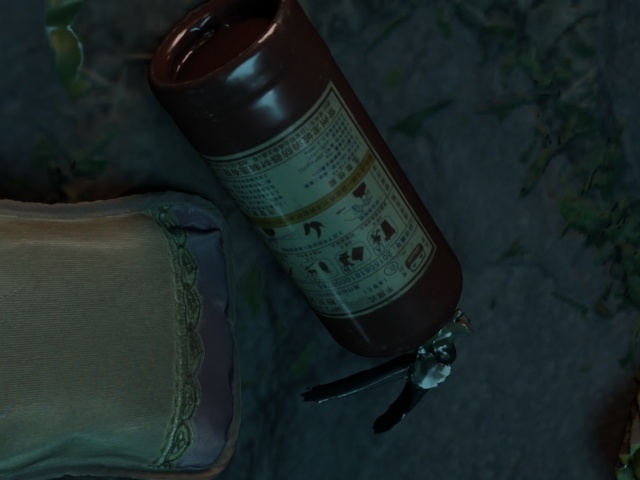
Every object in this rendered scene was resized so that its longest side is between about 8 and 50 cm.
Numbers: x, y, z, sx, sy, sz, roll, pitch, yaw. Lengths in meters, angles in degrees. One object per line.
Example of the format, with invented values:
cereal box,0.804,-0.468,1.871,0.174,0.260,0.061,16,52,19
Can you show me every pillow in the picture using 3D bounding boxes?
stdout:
pillow,-0.112,0.040,0.560,0.233,0.038,0.130,4,86,-50

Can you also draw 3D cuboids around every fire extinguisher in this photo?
fire extinguisher,0.000,0.000,0.636,0.099,0.071,0.231,-27,124,9

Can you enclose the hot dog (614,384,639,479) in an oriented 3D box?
hot dog,0.262,0.156,0.818,0.163,0.082,0.270,-32,123,-7
